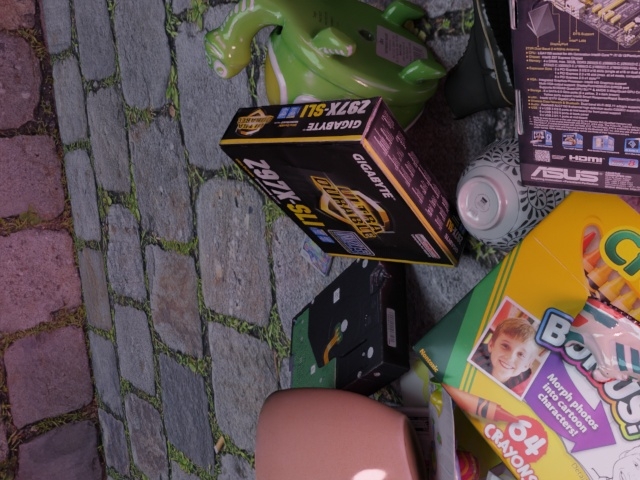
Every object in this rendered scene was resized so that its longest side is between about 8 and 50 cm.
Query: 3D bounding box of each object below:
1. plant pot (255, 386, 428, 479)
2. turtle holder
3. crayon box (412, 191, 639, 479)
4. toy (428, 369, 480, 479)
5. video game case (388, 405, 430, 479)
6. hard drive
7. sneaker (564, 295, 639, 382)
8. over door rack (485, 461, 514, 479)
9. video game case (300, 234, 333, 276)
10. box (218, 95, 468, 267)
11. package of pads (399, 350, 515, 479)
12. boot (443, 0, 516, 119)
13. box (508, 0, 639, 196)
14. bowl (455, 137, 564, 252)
[{"bbox_3d":[0.051,0.343,0.966,0.191,0.284,0.284,-16,86,14],"label":"plant pot"},{"bbox_3d":[0.009,-0.244,0.984,0.243,0.320,0.227,63,141,28],"label":"turtle holder"},{"bbox_3d":[0.339,0.159,0.763,0.313,0.106,0.363,-49,59,18],"label":"crayon box"},{"bbox_3d":[0.189,0.306,0.915,0.137,0.056,0.237,-128,32,-85],"label":"toy"},{"bbox_3d":[0.141,0.357,1.054,0.201,0.023,0.183,-17,86,50],"label":"video game case"},{"bbox_3d":[0.042,0.181,1.183,0.339,0.064,0.236,-46,33,46],"label":"hard drive"},{"bbox_3d":[0.328,0.129,0.679,0.161,0.057,0.075,41,105,36],"label":"sneaker"},{"bbox_3d":[0.354,0.452,0.857,0.324,0.108,0.239,18,102,26],"label":"over door rack"},{"bbox_3d":[0.000,0.000,1.311,0.087,0.011,0.122,42,130,37],"label":"video game case"},{"bbox_3d":[0.042,-0.077,0.980,0.257,0.322,0.079,7,64,38],"label":"box"},{"bbox_3d":[0.243,0.318,1.019,0.229,0.101,0.296,-5,95,51],"label":"package of pads"},{"bbox_3d":[0.213,-0.275,0.925,0.137,0.077,0.197,-12,89,57],"label":"boot"},{"bbox_3d":[0.361,-0.164,0.533,0.395,0.097,0.318,9,143,29],"label":"box"},{"bbox_3d":[0.248,-0.058,0.930,0.170,0.080,0.170,16,111,49],"label":"bowl"}]
